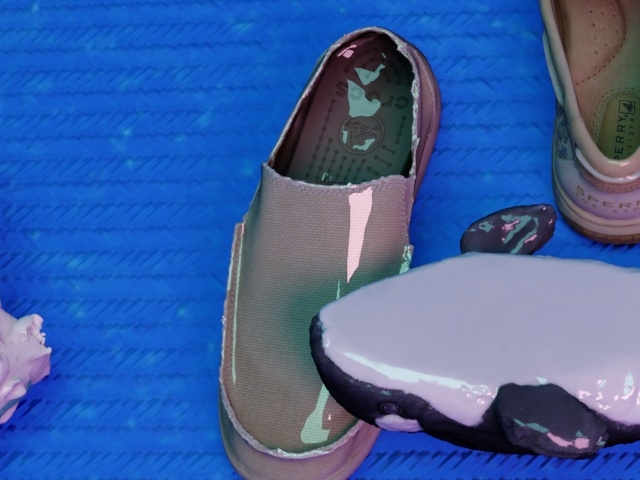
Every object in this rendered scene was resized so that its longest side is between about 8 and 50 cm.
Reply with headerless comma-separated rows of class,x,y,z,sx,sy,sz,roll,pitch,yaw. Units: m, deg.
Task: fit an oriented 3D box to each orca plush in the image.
orca plush,0.137,0.059,0.914,0.287,0.102,0.151,-17,50,-17

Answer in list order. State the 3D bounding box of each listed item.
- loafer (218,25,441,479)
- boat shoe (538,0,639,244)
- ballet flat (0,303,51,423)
loafer,0.000,0.000,0.955,0.102,0.092,0.268,6,68,12
boat shoe,0.167,-0.142,0.992,0.105,0.089,0.285,-5,65,8
ballet flat,-0.280,-0.059,0.990,0.147,0.147,0.409,-33,83,-5
